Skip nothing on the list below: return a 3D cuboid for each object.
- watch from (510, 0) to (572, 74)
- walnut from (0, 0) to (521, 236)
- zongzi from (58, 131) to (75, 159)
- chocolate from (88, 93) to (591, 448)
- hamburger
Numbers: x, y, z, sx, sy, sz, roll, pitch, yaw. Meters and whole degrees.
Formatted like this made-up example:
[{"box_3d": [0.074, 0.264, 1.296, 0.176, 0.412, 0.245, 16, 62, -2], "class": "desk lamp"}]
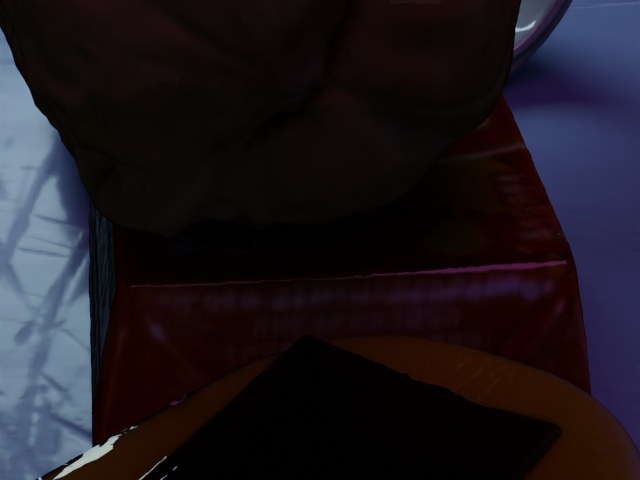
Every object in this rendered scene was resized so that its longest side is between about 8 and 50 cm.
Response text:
[{"box_3d": [0.066, -0.197, 0.950, 0.231, 0.244, 0.196, -25, 42, -24], "class": "watch"}, {"box_3d": [-0.032, -0.122, 0.686, 0.224, 0.257, 0.257, 25, 27, -24], "class": "walnut"}, {"box_3d": [-0.081, -0.133, 0.937, 0.178, 0.081, 0.189, -31, 36, 7], "class": "zongzi"}, {"box_3d": [0.000, 0.000, 0.781, 0.235, 0.108, 0.237, -3, 36, -6], "class": "chocolate"}, {"box_3d": [-0.009, 0.153, 0.528, 0.295, 0.151, 0.227, -29, 40, -27], "class": "hamburger"}]
